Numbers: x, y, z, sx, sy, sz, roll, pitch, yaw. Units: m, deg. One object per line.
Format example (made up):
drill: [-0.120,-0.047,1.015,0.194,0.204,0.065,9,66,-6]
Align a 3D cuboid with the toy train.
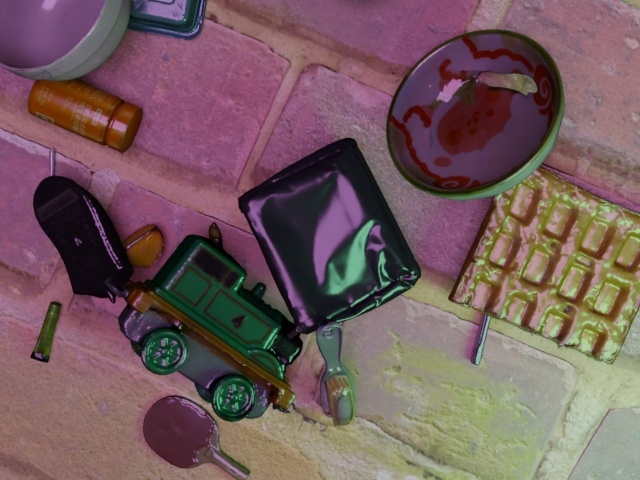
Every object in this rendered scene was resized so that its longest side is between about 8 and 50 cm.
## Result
toy train: [-0.190,0.160,1.799,0.429,0.178,0.249,37,82,-17]

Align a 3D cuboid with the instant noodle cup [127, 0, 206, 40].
instant noodle cup: [-0.287,-0.469,1.816,0.157,0.070,0.179,11,96,0]

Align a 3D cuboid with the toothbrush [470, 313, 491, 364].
toothbrush: [0.338,0.066,1.861,0.029,0.024,0.354,12,96,-7]

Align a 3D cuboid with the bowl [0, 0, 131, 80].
bowl: [-0.454,-0.407,1.765,0.287,0.144,0.287,-7,72,23]

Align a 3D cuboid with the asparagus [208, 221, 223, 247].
asparagus: [-0.183,0.081,1.891,0.034,0.027,0.236,-14,96,-10]

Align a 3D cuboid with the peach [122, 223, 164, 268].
peach: [-0.339,0.007,1.880,0.077,0.050,0.083,10,107,-19]

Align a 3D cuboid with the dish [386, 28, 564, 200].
dish: [0.286,-0.204,1.753,0.324,0.124,0.324,-12,63,25]

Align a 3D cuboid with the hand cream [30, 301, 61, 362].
hand cream: [-0.533,0.179,1.924,0.036,0.023,0.122,17,99,-10]

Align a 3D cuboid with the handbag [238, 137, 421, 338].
handbag: [0.000,-0.001,1.799,0.275,0.178,0.301,-27,97,-9]

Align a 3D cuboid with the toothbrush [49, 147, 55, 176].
toothbrush: [-0.522,-0.098,1.898,0.017,0.014,0.162,6,97,17]

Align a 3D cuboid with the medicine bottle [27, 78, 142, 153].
medicine bottle: [-0.437,-0.241,1.835,0.192,0.096,0.096,24,97,0]

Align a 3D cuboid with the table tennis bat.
table tennis bat: [-0.240,0.398,1.935,0.234,0.022,0.131,34,97,1]

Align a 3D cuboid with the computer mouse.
computer mouse: [-0.434,-0.005,1.856,0.147,0.088,0.264,-23,91,33]

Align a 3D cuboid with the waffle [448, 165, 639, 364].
waffle: [0.443,0.039,1.811,0.348,0.077,0.304,24,94,-4]

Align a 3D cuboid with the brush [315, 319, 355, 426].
brush: [0.031,0.258,1.794,0.068,0.060,0.297,-16,137,-7]
